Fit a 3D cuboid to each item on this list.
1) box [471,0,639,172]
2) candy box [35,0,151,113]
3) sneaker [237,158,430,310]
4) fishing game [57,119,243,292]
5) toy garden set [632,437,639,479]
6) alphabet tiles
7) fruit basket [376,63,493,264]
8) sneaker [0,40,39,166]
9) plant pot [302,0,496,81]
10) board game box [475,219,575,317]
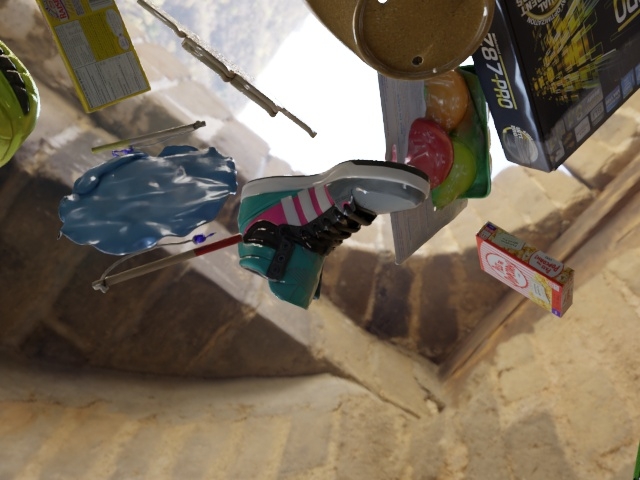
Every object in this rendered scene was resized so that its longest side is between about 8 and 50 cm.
[{"bbox_3d":[0.369,-0.337,0.915,0.395,0.318,0.097,-41,-142,-16],"label":"box"},{"bbox_3d":[-0.338,-0.302,0.982,0.105,0.206,0.027,-27,-162,-23],"label":"candy box"},{"bbox_3d":[0.000,0.000,0.870,0.295,0.123,0.179,-6,-113,38],"label":"sneaker"},{"bbox_3d":[-0.174,-0.041,0.683,0.189,0.041,0.264,-19,-141,-11],"label":"fishing game"},{"bbox_3d":[0.463,0.265,0.734,0.244,0.049,0.204,13,-85,54],"label":"toy garden set"},{"bbox_3d":[-0.128,-0.234,0.914,0.021,0.278,0.284,-53,-161,9],"label":"alphabet tiles"},{"bbox_3d":[0.176,-0.168,1.130,0.165,0.327,0.353,5,-158,36],"label":"fruit basket"},{"bbox_3d":[-0.340,-0.164,0.504,0.123,0.296,0.109,-42,174,34],"label":"sneaker"},{"bbox_3d":[0.072,-0.269,0.626,0.237,0.237,0.254,-42,-142,30],"label":"plant pot"},{"bbox_3d":[0.400,0.057,1.308,0.193,0.147,0.045,35,-104,33],"label":"board game box"}]
